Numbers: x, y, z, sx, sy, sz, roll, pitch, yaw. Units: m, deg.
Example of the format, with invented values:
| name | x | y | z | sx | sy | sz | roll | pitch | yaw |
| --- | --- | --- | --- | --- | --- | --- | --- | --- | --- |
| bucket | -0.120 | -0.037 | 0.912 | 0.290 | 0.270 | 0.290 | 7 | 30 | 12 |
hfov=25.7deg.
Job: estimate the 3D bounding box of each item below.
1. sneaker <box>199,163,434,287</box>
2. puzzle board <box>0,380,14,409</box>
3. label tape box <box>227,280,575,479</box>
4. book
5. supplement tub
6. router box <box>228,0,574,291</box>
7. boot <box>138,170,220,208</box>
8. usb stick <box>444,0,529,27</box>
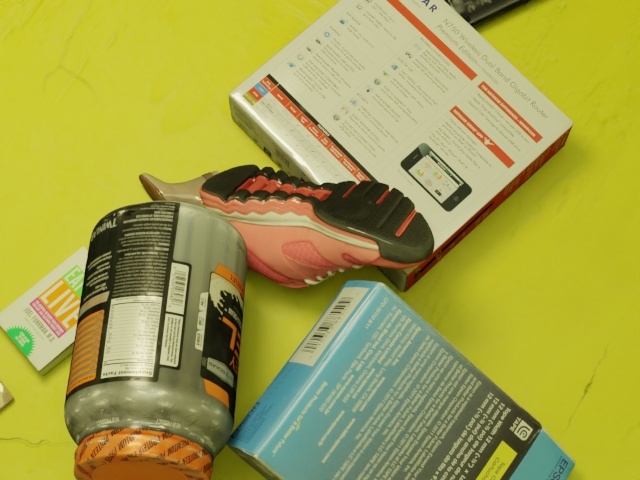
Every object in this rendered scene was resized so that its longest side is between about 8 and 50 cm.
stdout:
| name | x | y | z | sx | sy | sz | roll | pitch | yaw |
| --- | --- | --- | --- | --- | --- | --- | --- | --- | --- |
| sneaker | 0.000 | 0.000 | 1.716 | 0.314 | 0.136 | 0.116 | 14 | 34 | 28 |
| puzzle board | -0.458 | 0.200 | 1.735 | 0.128 | 0.011 | 0.096 | -39 | 75 | -12 |
| label tape box | 0.100 | 0.250 | 1.653 | 0.347 | 0.115 | 0.249 | 42 | 74 | -18 |
| book | -0.323 | 0.087 | 1.765 | 0.144 | 0.035 | 0.096 | -41 | 73 | -11 |
| supplement tub | -0.189 | 0.130 | 1.620 | 0.193 | 0.193 | 0.316 | 3 | 60 | 1 |
| router box | 0.102 | -0.154 | 1.817 | 0.301 | 0.082 | 0.335 | -41 | 77 | -13 |
| boot | -0.166 | -0.063 | 1.811 | 0.087 | 0.042 | 0.118 | -37 | 77 | -18 |
| usb stick | 0.287 | -0.366 | 1.908 | 0.278 | 0.045 | 0.077 | -27 | 81 | -9 |
